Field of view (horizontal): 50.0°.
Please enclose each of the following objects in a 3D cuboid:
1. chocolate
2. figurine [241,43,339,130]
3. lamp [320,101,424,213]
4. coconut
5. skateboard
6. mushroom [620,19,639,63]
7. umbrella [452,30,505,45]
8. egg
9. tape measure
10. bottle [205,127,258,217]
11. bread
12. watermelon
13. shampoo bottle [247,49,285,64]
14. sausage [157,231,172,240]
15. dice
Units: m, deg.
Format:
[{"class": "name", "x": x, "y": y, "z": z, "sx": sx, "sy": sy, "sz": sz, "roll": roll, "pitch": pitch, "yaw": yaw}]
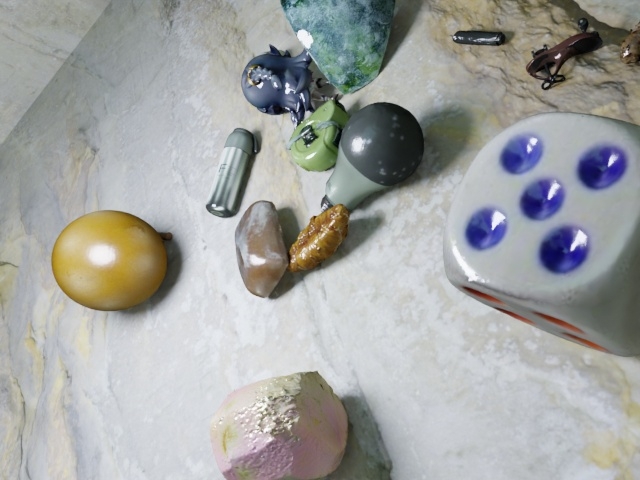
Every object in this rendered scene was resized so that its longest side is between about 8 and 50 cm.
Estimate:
[{"class": "chocolate", "x": -0.162, "y": 0.012, "z": 1.659, "sx": 0.157, "sy": 0.080, "sz": 0.254, "roll": -57, "pitch": 34, "yaw": 35}, {"class": "figurine", "x": -0.093, "y": -0.419, "z": 1.825, "sx": 0.265, "sy": 0.197, "sz": 0.175, "roll": -9, "pitch": 48, "yaw": 49}, {"class": "lamp", "x": 0.096, "y": -0.180, "z": 1.532, "sx": 0.314, "sy": 0.182, "sz": 0.181, "roll": -37, "pitch": 44, "yaw": 47}, {"class": "coconut", "x": -0.094, "y": 0.373, "z": 1.328, "sx": 0.245, "sy": 0.233, "sz": 0.233, "roll": -29, "pitch": 50, "yaw": 23}, {"class": "skateboard", "x": 0.481, "y": -0.360, "z": 1.355, "sx": 0.151, "sy": 0.067, "sz": 0.080, "roll": -29, "pitch": 60, "yaw": 34}, {"class": "mushroom", "x": 0.615, "y": -0.422, "z": 1.231, "sx": 0.217, "sy": 0.148, "sz": 0.227, "roll": -45, "pitch": 37, "yaw": 36}, {"class": "umbrella", "x": 0.355, "y": -0.455, "z": 1.536, "sx": 0.133, "sy": 0.031, "sz": 0.036, "roll": 23, "pitch": 85, "yaw": 46}, {"class": "egg", "x": -0.583, "y": 0.055, "z": 1.905, "sx": 0.351, "sy": 0.283, "sz": 0.282, "roll": -3, "pitch": 65, "yaw": 40}, {"class": "tape measure", "x": -0.007, "y": -0.247, "z": 1.703, "sx": 0.177, "sy": 0.087, "sz": 0.154, "roll": -36, "pitch": 48, "yaw": 24}, {"class": "bottle", "x": -0.239, "y": -0.186, "z": 1.888, "sx": 0.096, "sy": 0.079, "sz": 0.253, "roll": 12, "pitch": 72, "yaw": 6}, {"class": "bread", "x": 0.000, "y": 0.000, "z": 1.557, "sx": 0.233, "sy": 0.076, "sz": 0.105, "roll": -43, "pitch": 35, "yaw": 32}, {"class": "watermelon", "x": 0.071, "y": -0.565, "z": 1.747, "sx": 0.289, "sy": 0.214, "sz": 0.320, "roll": -44, "pitch": 89, "yaw": 8}, {"class": "shampoo bottle", "x": -0.161, "y": -0.507, "z": 1.953, "sx": 0.077, "sy": 0.152, "sz": 0.045, "roll": -29, "pitch": 94, "yaw": 34}, {"class": "sausage", "x": -0.482, "y": -0.014, "z": 2.043, "sx": 0.116, "sy": 0.026, "sz": 0.026, "roll": 2, "pitch": 69, "yaw": 43}, {"class": "dice", "x": 0.396, "y": -0.012, "z": 1.070, "sx": 0.304, "sy": 0.277, "sz": 0.304, "roll": 20, "pitch": 83, "yaw": 45}]
